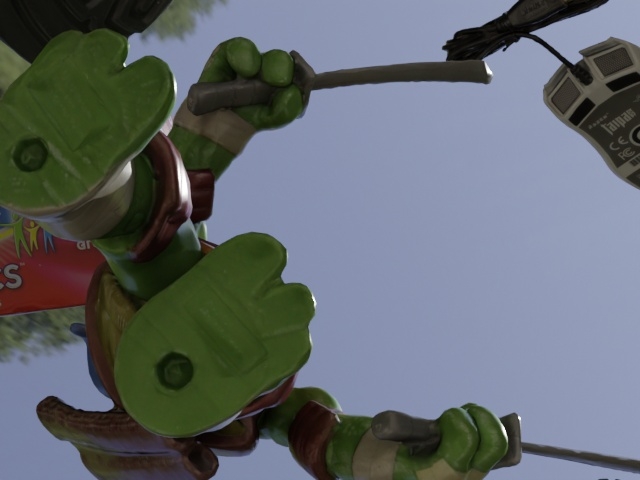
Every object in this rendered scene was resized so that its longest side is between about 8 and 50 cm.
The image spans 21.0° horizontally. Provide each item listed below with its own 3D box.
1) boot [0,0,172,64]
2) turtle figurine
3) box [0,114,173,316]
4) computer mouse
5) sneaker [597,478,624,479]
[{"bbox_3d":[-0.161,-0.318,0.947,0.367,0.146,0.445,-39,-129,-17],"label":"boot"},{"bbox_3d":[0.000,0.000,0.669,0.275,0.266,0.197,-3,-100,11],"label":"turtle figurine"},{"bbox_3d":[-0.223,-0.016,1.123,0.257,0.128,0.122,-8,-83,6],"label":"box"},{"bbox_3d":[0.169,-0.092,1.030,0.106,0.193,0.042,-35,-141,24],"label":"computer mouse"},{"bbox_3d":[0.138,0.177,0.958,0.135,0.052,0.058,-24,-61,27],"label":"sneaker"}]
